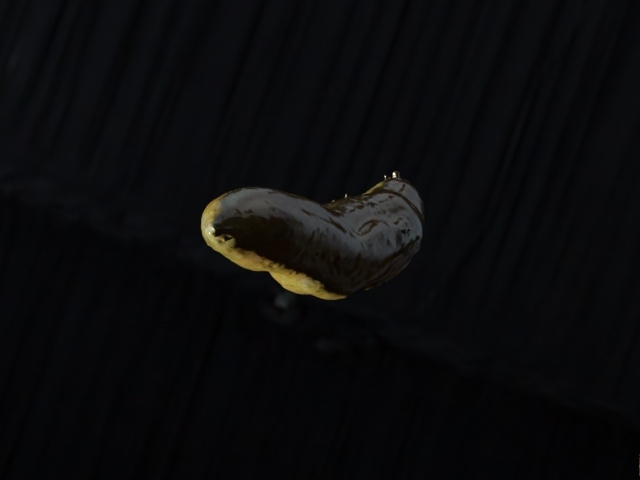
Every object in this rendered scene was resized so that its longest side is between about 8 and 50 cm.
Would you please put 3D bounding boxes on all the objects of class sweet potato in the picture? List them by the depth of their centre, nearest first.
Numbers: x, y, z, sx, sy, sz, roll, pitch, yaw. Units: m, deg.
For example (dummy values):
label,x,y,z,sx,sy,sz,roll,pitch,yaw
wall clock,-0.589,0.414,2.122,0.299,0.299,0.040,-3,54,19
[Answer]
label,x,y,z,sx,sy,sz,roll,pitch,yaw
sweet potato,0.001,0.001,0.847,0.053,0.054,0.182,50,-156,19
